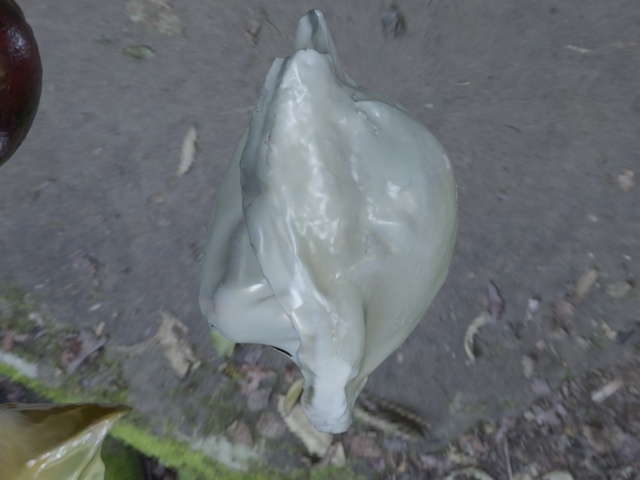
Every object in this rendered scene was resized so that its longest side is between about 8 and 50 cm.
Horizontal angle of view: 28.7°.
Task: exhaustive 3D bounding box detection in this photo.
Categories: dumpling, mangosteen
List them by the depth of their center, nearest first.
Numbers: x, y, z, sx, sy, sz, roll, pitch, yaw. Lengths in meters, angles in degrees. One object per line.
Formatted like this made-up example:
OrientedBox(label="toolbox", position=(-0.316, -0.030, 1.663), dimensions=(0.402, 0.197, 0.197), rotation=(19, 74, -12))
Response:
OrientedBox(label="dumpling", position=(0.000, 0.000, 0.553), dimensions=(0.118, 0.136, 0.199), rotation=(-4, 103, 17))
OrientedBox(label="mangosteen", position=(-0.240, -0.108, 0.765), dimensions=(0.153, 0.152, 0.152), rotation=(0, 96, 2))

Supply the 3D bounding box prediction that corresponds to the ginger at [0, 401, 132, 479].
OrientedBox(label="ginger", position=(-0.172, 0.095, 0.415), dimensions=(0.123, 0.193, 0.115), rotation=(27, 58, -37))
